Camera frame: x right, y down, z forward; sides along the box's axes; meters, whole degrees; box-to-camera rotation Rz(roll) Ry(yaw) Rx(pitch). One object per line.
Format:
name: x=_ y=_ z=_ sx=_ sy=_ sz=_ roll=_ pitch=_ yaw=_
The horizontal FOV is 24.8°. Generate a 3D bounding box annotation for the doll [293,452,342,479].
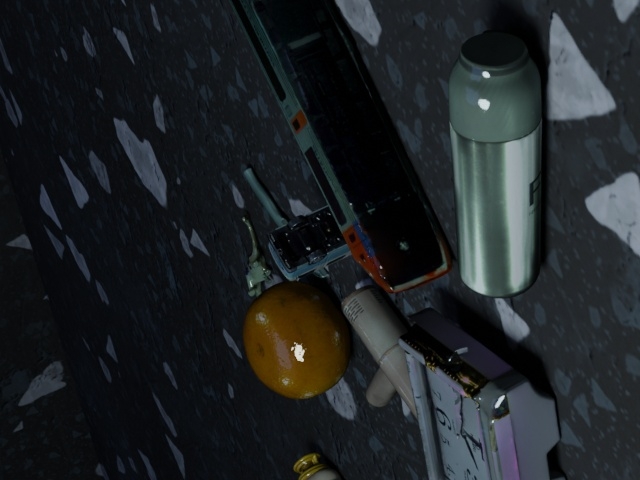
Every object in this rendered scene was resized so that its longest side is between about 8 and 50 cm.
doll: x=0.012 y=0.383 z=2.170 sx=0.127 sy=0.073 sz=0.084 roll=59 pitch=-168 yaw=30

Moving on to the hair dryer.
hair dryer: x=0.090 y=0.187 z=1.758 sx=0.195 sy=0.054 sz=0.220 roll=54 pitch=158 yaw=28

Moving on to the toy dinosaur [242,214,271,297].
toy dinosaur: x=-0.089 y=0.049 z=2.085 sx=0.058 sy=0.037 sz=0.180 roll=-101 pitch=8 yaw=-58

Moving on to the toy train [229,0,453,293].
toy train: x=0.013 y=-0.133 z=1.545 sx=0.409 sy=0.086 sz=0.089 roll=64 pitch=161 yaw=3

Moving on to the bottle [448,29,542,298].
bottle: x=0.156 y=-0.066 z=1.282 sx=0.096 sy=0.079 sz=0.253 roll=-78 pitch=-15 yaw=-48

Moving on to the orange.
orange: x=-0.028 y=0.129 z=1.893 sx=0.156 sy=0.124 sz=0.156 roll=24 pitch=121 yaw=46

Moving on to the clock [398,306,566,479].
clock: x=0.171 y=0.204 z=1.529 sx=0.186 sy=0.083 sz=0.253 roll=37 pitch=146 yaw=52

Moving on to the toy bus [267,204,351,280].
toy bus: x=0.000 y=0.000 z=1.676 sx=0.060 sy=0.123 sz=0.075 roll=60 pitch=163 yaw=16

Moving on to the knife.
knife: x=-0.048 y=-0.022 z=1.929 sx=0.210 sy=0.015 sz=0.028 roll=54 pitch=151 yaw=29
